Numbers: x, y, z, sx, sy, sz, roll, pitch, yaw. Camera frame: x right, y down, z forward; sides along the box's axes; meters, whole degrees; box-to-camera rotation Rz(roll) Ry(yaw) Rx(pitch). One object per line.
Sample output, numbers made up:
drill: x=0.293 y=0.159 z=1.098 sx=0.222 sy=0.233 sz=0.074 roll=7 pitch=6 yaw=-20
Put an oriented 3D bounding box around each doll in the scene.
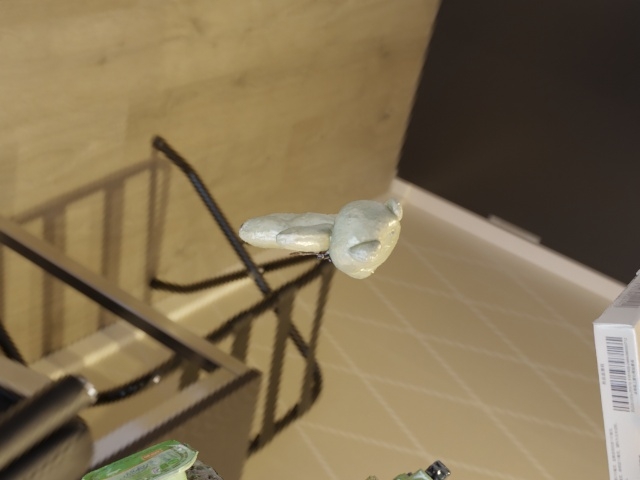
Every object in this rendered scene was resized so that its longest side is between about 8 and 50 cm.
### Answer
doll: x=0.002 y=0.000 z=1.854 sx=0.175 sy=0.278 sz=0.149 roll=-60 pitch=147 yaw=-44

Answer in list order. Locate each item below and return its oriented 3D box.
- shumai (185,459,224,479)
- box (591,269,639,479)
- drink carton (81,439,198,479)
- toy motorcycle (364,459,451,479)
shumai: x=-0.356 y=0.669 z=2.187 sx=0.395 sy=0.395 sz=0.348 roll=-22 pitch=111 yaw=-54
box: x=0.453 y=0.240 z=1.455 sx=0.214 sy=0.069 sz=0.353 roll=-29 pitch=116 yaw=-52
drink carton: x=-0.223 y=0.369 z=1.429 sx=0.146 sy=0.144 sz=0.142 roll=-18 pitch=97 yaw=-24
toy motorcycle: x=0.059 y=0.525 z=1.746 sx=0.410 sy=0.168 sz=0.237 roll=-49 pitch=166 yaw=6
